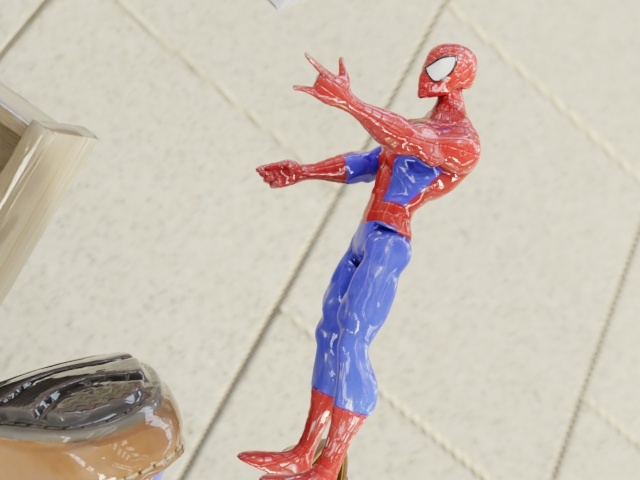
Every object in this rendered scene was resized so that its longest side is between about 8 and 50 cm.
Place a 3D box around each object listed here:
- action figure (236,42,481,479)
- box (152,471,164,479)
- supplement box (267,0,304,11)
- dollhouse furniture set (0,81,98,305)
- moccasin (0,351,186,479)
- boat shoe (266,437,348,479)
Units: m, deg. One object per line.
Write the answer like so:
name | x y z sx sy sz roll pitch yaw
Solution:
action figure | 0.000 0.000 0.952 0.139 0.091 0.280 26 89 -19
box | -0.169 0.181 1.255 0.028 0.081 0.136 5 24 -48
supplement box | 0.054 -0.229 0.829 0.073 0.239 0.130 48 23 0
dollhouse furniture set | -0.352 -0.065 0.923 0.256 0.362 0.394 35 11 17
moccasin | -0.183 0.163 0.989 0.139 0.380 0.147 -15 82 -38
boat shoe | -0.024 0.216 1.141 0.064 0.060 0.178 28 60 -13
